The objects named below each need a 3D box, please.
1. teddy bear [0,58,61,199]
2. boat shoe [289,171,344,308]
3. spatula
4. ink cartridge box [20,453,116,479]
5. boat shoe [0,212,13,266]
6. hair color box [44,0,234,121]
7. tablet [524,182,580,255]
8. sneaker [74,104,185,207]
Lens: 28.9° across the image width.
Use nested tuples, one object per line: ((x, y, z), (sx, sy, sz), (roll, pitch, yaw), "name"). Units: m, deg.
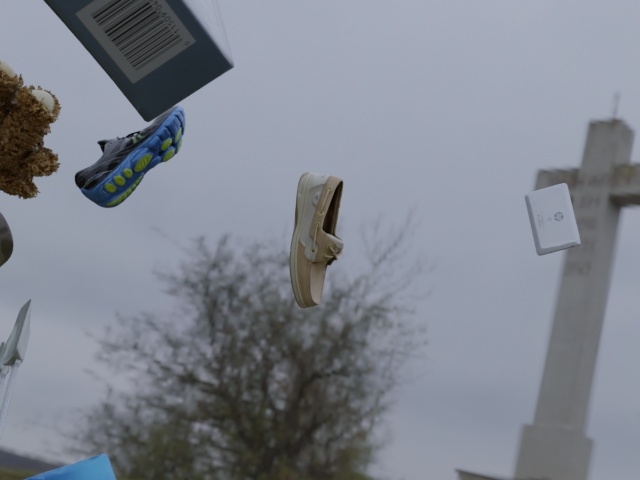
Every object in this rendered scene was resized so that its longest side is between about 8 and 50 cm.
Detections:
((-0.571, -0.194, 2.254), (0.245, 0.113, 0.338), (43, -36, -13), "teddy bear")
((0.000, 0.000, 1.534), (0.059, 0.170, 0.063), (2, -1, 20), "boat shoe")
((-0.405, 0.203, 1.531), (0.019, 0.242, 0.168), (24, -37, -23), "spatula")
((-0.312, 0.449, 1.549), (0.197, 0.270, 0.198), (-17, -54, -13), "ink cartridge box")
((-0.533, 0.052, 1.707), (0.104, 0.111, 0.307), (-21, -18, -45), "boat shoe")
((-0.206, -0.303, 1.325), (0.113, 0.374, 0.185), (-31, -56, 10), "hair color box")
((0.281, -0.026, 1.508), (0.054, 0.083, 0.006), (-16, -23, 17), "tablet")
((-0.239, -0.118, 1.583), (0.078, 0.188, 0.067), (29, -35, 22), "sneaker")
